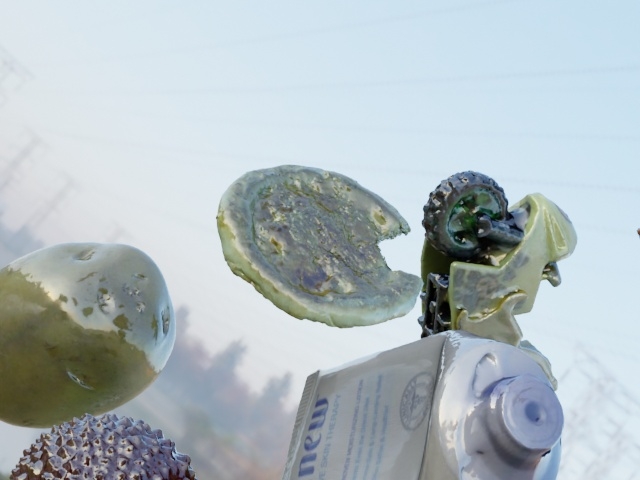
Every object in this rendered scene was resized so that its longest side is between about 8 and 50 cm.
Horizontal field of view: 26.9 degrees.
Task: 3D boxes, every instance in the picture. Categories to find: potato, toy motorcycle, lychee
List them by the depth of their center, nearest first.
[{"bbox_3d":[-0.199,0.242,1.205,0.188,0.188,0.188,39,-10,8],"label":"lychee"},{"bbox_3d":[-0.363,0.135,1.866,0.243,0.326,0.221,50,29,-37],"label":"potato"},{"bbox_3d":[0.246,0.088,1.949,0.168,0.237,0.410,-123,-147,-59],"label":"toy motorcycle"}]

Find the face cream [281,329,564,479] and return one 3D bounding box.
[{"bbox_3d":[0.077,0.201,1.291,0.137,0.234,0.420,23,-26,-25],"label":"face cream"}]

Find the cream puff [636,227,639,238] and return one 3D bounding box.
[{"bbox_3d":[0.541,-0.052,1.811,0.164,0.240,0.240,30,-2,-35],"label":"cream puff"}]

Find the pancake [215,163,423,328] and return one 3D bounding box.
[{"bbox_3d":[0.000,0.000,1.471,0.253,0.253,0.037,39,-51,11],"label":"pancake"}]
